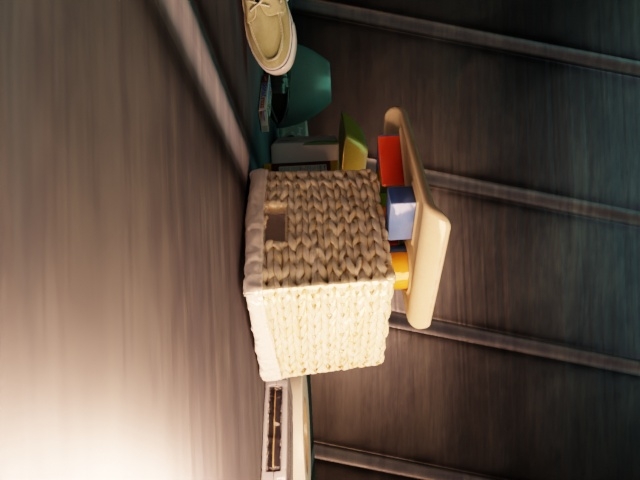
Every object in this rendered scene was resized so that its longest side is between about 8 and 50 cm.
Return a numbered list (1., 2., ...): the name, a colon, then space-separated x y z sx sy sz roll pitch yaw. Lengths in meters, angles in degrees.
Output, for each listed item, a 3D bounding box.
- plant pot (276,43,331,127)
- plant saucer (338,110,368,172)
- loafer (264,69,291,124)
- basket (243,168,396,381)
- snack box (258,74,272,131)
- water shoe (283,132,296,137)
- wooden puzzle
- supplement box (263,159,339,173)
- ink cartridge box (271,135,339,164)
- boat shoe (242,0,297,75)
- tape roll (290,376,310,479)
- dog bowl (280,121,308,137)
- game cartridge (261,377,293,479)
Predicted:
1. plant pot: -0.062 -0.539 1.786 0.290 0.195 0.290 -3 90 -89
2. plant saucer: 0.093 -0.219 1.681 0.333 0.080 0.333 -88 -177 -64
3. loafer: -0.119 -0.443 1.485 0.078 0.076 0.223 -105 -167 -53
4. basket: -0.006 0.069 1.073 0.331 0.266 0.328 89 -2 -47
5. snack box: -0.143 -0.360 1.354 0.064 0.022 0.178 85 2 -46
6. water shoe: -0.121 -0.285 1.862 0.080 0.072 0.203 -139 -134 -61
7. wooden puzzle: 0.155 -0.045 1.046 0.322 0.080 0.348 88 -6 -46
8. supplement box: -0.045 -0.120 1.406 0.191 0.194 0.129 83 4 -79
9. ink cartridge box: -0.046 -0.267 1.661 0.278 0.201 0.117 -92 -179 -74
10. boat shoe: -0.125 -0.499 1.076 0.094 0.109 0.302 -22 101 -73
11. tape roll: -0.072 0.552 1.465 0.392 0.072 0.392 -2 90 -89
12. dog bowl: -0.096 -0.328 2.073 0.349 0.102 0.349 -2 90 -89
13. game cartridge: -0.090 0.447 1.143 0.196 0.060 0.294 81 5 -47
